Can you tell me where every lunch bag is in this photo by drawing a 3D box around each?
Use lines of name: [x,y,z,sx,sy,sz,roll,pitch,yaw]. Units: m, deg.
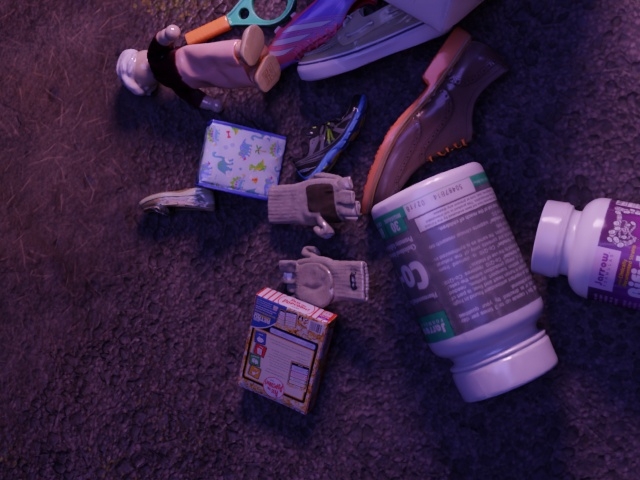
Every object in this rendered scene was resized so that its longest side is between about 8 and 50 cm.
lunch bag: [-0.147,-0.147,1.921,0.151,0.096,0.128,11,92,-11]

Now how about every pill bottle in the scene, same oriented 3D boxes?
pill bottle: [0.244,0.070,1.720,0.204,0.204,0.361,-25,87,15]
pill bottle: [0.501,0.025,1.666,0.302,0.169,0.169,12,92,18]

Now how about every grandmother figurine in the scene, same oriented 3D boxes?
grandmother figurine: [-0.240,-0.320,1.923,0.343,0.104,0.207,4,132,33]

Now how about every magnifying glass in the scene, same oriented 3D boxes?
magnifying glass: [-0.152,-0.426,1.967,0.231,0.026,0.092,-22,82,17]

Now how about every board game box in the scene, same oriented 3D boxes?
board game box: [-0.063,0.200,1.874,0.147,0.045,0.193,21,113,17]

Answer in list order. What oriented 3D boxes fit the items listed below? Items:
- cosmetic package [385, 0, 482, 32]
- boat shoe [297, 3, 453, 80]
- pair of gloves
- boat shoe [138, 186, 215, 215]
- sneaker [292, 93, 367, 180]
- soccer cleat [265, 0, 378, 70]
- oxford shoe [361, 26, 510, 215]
cosmetic package: [0.155,-0.612,1.655,0.394,0.327,0.329,34,139,17]
boat shoe: [0.087,-0.365,1.824,0.302,0.109,0.094,-17,103,25]
pair of gloves: [0.000,0.000,1.859,0.204,0.042,0.240,-10,88,39]
boat shoe: [-0.274,-0.068,1.978,0.153,0.056,0.048,-8,81,10]
sneaker: [0.017,-0.193,1.881,0.078,0.067,0.188,41,103,9]
soccer cleat: [-0.005,-0.386,1.892,0.248,0.083,0.095,-46,81,9]
oxford shoe: [0.193,-0.183,1.798,0.133,0.130,0.363,32,104,3]
